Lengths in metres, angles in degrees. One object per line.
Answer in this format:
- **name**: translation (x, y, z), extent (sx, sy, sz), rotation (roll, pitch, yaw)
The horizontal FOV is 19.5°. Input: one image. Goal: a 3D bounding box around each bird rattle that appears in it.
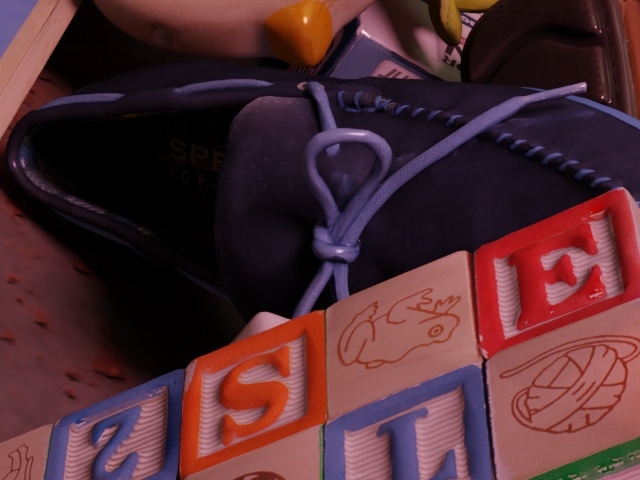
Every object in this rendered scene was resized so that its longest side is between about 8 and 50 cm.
- **bird rattle**: translation (-0.034, -0.175, 0.898), extent (0.253, 0.143, 0.207), rotation (22, 55, 16)

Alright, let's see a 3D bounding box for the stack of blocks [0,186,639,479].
- **stack of blocks**: translation (-0.033, 0.122, 0.460), extent (0.087, 0.297, 0.171), rotation (54, 21, -35)

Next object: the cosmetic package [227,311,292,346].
- **cosmetic package**: translation (0.017, 0.153, 0.628), extent (0.151, 0.151, 0.184), rotation (19, 36, -32)

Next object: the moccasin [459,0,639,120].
- **moccasin**: translation (0.133, 0.063, 0.849), extent (0.147, 0.139, 0.380), rotation (33, 42, -43)

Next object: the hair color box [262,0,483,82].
- **hair color box**: translation (0.061, -0.141, 1.109), extent (0.174, 0.105, 0.347), rotation (27, 33, -19)

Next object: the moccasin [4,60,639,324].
- **moccasin**: translation (0.000, 0.000, 0.749), extent (0.117, 0.138, 0.342), rotation (-9, 11, -43)

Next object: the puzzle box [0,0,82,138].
- **puzzle box**: translation (-0.242, -0.150, 0.839), extent (0.272, 0.052, 0.409), rotation (33, 31, -12)
